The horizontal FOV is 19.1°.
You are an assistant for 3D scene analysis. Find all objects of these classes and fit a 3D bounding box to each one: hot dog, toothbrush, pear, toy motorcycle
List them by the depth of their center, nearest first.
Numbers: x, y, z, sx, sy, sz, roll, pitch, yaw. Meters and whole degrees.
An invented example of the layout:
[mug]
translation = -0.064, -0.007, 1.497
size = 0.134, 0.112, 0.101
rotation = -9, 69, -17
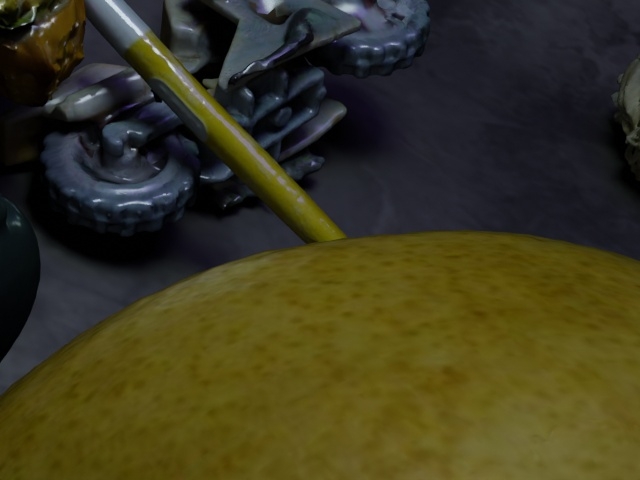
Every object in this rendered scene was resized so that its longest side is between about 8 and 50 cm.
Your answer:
[pear]
translation = 0.026, 0.147, 0.473
size = 0.314, 0.314, 0.314
rotation = 16, 37, -12
[toothbrush]
translation = 0.000, 0.000, 0.800
size = 0.288, 0.021, 0.024
rotation = 45, 60, 0
[hot dog]
translation = -0.158, -0.115, 0.802
size = 0.115, 0.072, 0.269
rotation = 30, 4, -27
[toy motorcycle]
translation = -0.057, -0.081, 0.887
size = 0.130, 0.094, 0.229
rotation = 36, 50, 23

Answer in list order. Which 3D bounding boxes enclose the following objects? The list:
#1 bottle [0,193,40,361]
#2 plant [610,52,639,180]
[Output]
[bottle]
translation = -0.251, -0.055, 0.692
size = 0.336, 0.144, 0.144
rotation = 37, 38, 14
[plant]
translation = 0.219, -0.078, 1.013
size = 0.104, 0.122, 0.116
rotation = 32, 28, -9
